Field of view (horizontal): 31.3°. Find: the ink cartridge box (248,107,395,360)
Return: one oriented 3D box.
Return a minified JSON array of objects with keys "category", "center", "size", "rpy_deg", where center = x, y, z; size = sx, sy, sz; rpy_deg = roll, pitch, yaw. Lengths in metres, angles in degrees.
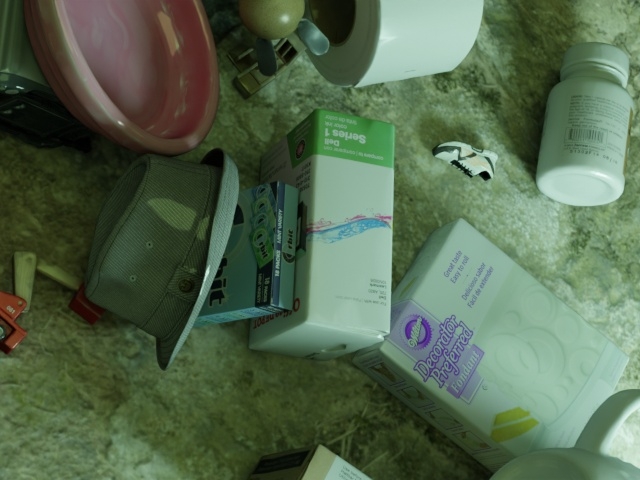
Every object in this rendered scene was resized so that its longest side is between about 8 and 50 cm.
[{"category":"ink cartridge box","center":[0.000,0.000,1.468],"size":[0.117,0.201,0.278],"rpy_deg":[10,72,-22]}]

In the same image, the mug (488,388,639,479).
[{"category":"mug","center":[0.362,0.365,1.422],"size":[0.328,0.276,0.374],"rpy_deg":[42,66,-35]}]

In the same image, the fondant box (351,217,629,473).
[{"category":"fondant box","center":[0.242,0.166,1.591],"size":[0.330,0.096,0.238],"rpy_deg":[38,64,-9]}]

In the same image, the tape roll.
[{"category":"tape roll","center":[0.087,-0.345,1.583],"size":[0.169,0.246,0.246],"rpy_deg":[-13,81,-27]}]

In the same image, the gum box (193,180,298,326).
[{"category":"gum box","center":[-0.109,0.020,1.425],"size":[0.041,0.184,0.156],"rpy_deg":[20,66,-44]}]

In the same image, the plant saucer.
[{"category":"plant saucer","center":[-0.246,-0.254,1.389],"size":[0.332,0.084,0.332],"rpy_deg":[41,40,-48]}]

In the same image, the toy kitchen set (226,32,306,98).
[{"category":"toy kitchen set","center":[-0.082,-0.256,1.576],"size":[0.068,0.075,0.083],"rpy_deg":[50,58,-3]}]

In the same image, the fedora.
[{"category":"fedora","center":[-0.199,0.006,1.337],"size":[0.124,0.275,0.243],"rpy_deg":[19,33,-19]}]

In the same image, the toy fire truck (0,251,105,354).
[{"category":"toy fire truck","center":[-0.366,0.061,1.375],"size":[0.192,0.047,0.135],"rpy_deg":[42,63,-7]}]

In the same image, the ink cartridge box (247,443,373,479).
[{"category":"ink cartridge box","center":[0.033,0.351,1.389],"size":[0.235,0.193,0.088],"rpy_deg":[37,64,-11]}]

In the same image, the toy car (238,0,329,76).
[{"category":"toy car","center":[-0.066,-0.322,1.524],"size":[0.155,0.149,0.188],"rpy_deg":[-22,102,16]}]

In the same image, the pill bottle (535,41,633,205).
[{"category":"pill bottle","center":[0.408,-0.180,1.743],"size":[0.131,0.131,0.229],"rpy_deg":[19,68,-18]}]

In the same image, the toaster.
[{"category":"toaster","center":[-0.350,-0.209,1.394],"size":[0.227,0.129,0.146],"rpy_deg":[22,60,-52]}]

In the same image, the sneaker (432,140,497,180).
[{"category":"sneaker","center":[0.215,-0.118,1.691],"size":[0.109,0.040,0.043],"rpy_deg":[11,73,-21]}]
